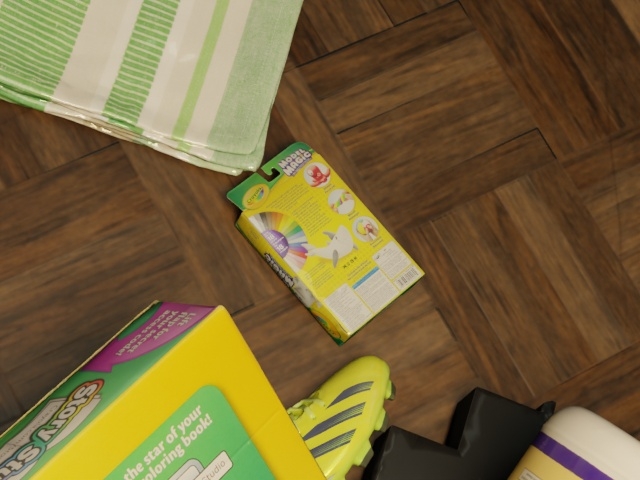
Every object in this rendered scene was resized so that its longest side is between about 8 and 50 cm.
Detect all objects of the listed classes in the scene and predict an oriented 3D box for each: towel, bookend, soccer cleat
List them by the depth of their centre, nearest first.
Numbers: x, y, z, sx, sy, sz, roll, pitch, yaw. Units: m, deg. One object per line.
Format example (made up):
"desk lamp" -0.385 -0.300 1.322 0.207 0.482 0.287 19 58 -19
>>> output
"soccer cleat" -0.039 0.200 1.508 0.121 0.093 0.289 37 65 -1
"bookend" 0.113 0.199 1.560 0.157 0.072 0.156 21 66 -6
"towel" -0.189 -0.213 1.666 0.324 0.038 0.248 17 65 -7

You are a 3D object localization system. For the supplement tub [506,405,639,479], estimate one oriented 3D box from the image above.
"supplement tub" 0.206 0.329 1.397 0.241 0.241 0.331 35 88 1

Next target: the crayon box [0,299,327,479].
"crayon box" -0.147 0.277 1.295 0.363 0.106 0.313 -42 114 -30

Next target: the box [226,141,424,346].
"box" 0.000 0.000 1.628 0.105 0.043 0.179 -38 84 -24
